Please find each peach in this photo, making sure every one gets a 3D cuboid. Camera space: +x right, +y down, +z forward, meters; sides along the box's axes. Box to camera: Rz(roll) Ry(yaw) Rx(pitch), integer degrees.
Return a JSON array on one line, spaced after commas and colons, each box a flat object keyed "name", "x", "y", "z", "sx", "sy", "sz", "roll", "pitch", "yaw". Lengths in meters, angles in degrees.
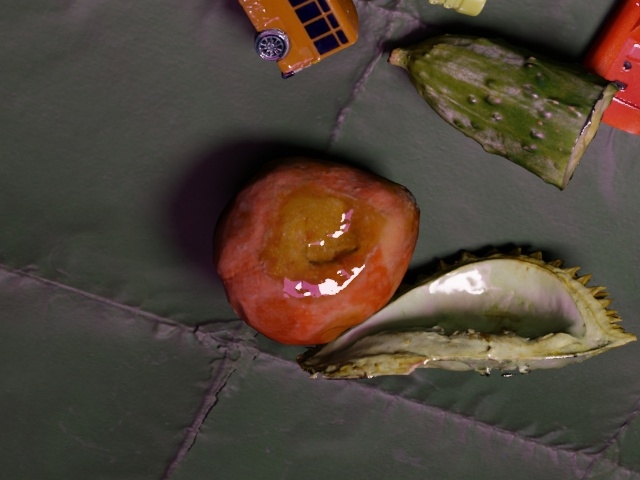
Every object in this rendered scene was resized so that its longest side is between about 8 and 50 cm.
[{"name": "peach", "x": 0.000, "y": 0.000, "z": 1.755, "sx": 0.235, "sy": 0.214, "sz": 0.214, "roll": -25, "pitch": 122, "yaw": 8}]

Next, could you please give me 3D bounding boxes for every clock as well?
[{"name": "clock", "x": 0.354, "y": -0.193, "z": 1.705, "sx": 0.113, "sy": 0.061, "sz": 0.155, "roll": 21, "pitch": 124, "yaw": -13}]

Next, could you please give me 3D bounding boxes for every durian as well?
[{"name": "durian", "x": 0.166, "y": 0.127, "z": 1.843, "sx": 0.394, "sy": 0.198, "sz": 0.163, "roll": -6, "pitch": 126, "yaw": 6}]

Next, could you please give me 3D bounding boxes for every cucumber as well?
[{"name": "cucumber", "x": 0.186, "y": -0.158, "z": 1.682, "sx": 0.244, "sy": 0.134, "sz": 0.134, "roll": 24, "pitch": 124, "yaw": 11}]

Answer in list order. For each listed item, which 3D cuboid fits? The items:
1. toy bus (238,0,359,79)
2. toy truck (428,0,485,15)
[{"name": "toy bus", "x": -0.045, "y": -0.281, "z": 1.616, "sx": 0.114, "sy": 0.098, "sz": 0.201, "roll": -23, "pitch": 122, "yaw": 14}, {"name": "toy truck", "x": 0.085, "y": -0.313, "z": 1.579, "sx": 0.187, "sy": 0.148, "sz": 0.210, "roll": 2, "pitch": 146, "yaw": 1}]
